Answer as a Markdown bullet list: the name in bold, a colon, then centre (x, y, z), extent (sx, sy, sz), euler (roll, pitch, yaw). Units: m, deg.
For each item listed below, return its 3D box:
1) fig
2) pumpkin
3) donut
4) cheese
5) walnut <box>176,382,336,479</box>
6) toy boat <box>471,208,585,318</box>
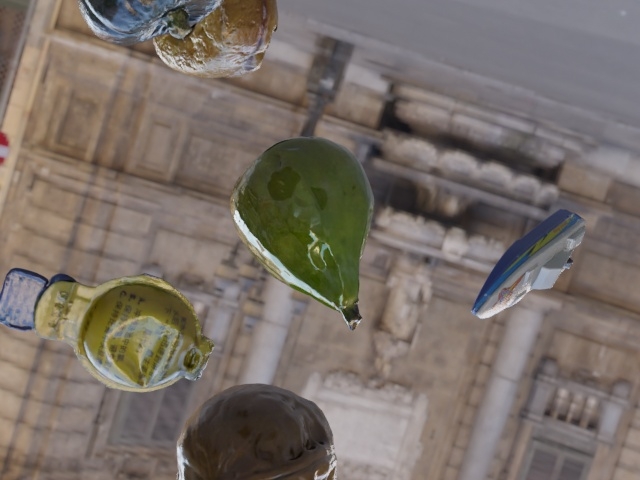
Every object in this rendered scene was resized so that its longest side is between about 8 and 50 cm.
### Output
- **fig**: centre (0.006, -0.029, 1.618), extent (0.314, 0.233, 0.233), euler (32, -168, 34)
- **pumpkin**: centre (-0.217, -0.339, 1.407), extent (0.211, 0.152, 0.211), euler (-19, 167, -4)
- **donut**: centre (-0.223, -0.460, 2.099), extent (0.150, 0.317, 0.299), euler (-19, -110, -36)
- **cheese**: centre (-0.246, 0.097, 1.223), extent (0.250, 0.157, 0.064), euler (20, -161, -13)
- **walnut**: centre (-0.126, 0.468, 2.162), extent (0.308, 0.354, 0.398), euler (-26, 176, 19)
- **toy boat**: centre (0.342, 0.057, 1.791), extent (0.088, 0.129, 0.295), euler (40, -133, 21)
